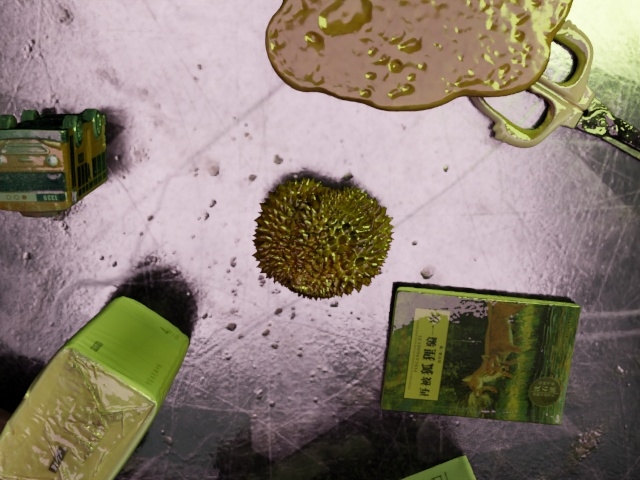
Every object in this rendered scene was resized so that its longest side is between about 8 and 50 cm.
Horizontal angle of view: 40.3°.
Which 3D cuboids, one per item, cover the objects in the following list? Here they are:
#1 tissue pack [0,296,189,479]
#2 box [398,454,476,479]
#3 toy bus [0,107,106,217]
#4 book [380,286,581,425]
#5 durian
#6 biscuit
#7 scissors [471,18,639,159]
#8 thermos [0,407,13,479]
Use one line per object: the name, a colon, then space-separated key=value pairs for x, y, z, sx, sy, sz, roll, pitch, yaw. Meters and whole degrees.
tissue pack: x=-0.244 y=0.173 z=0.964 sx=0.125 sy=0.234 sz=0.159 roll=33 pitch=98 yaw=-5
box: x=0.031 y=0.424 z=0.961 sx=0.385 sy=0.344 sz=0.122 roll=-22 pitch=100 yaw=3
toy bus: x=-0.291 y=-0.087 z=0.940 sx=0.091 sy=0.182 sz=0.103 roll=0 pitch=103 yaw=-1
book: x=0.196 y=0.143 z=1.075 sx=0.228 sy=0.024 sz=0.160 roll=6 pitch=103 yaw=-3
durian: x=0.000 y=0.000 z=0.982 sx=0.158 sy=0.168 sz=0.137 roll=0 pitch=119 yaw=16
biscuit: x=0.101 y=-0.296 z=0.963 sx=0.351 sy=0.057 sz=0.312 roll=-13 pitch=96 yaw=4
scissors: x=0.306 y=-0.150 z=1.021 sx=0.317 sy=0.024 sz=0.160 roll=31 pitch=97 yaw=-6
thermos: x=-0.390 y=0.256 z=1.017 sx=0.330 sy=0.109 sz=0.136 roll=25 pitch=133 yaw=6
